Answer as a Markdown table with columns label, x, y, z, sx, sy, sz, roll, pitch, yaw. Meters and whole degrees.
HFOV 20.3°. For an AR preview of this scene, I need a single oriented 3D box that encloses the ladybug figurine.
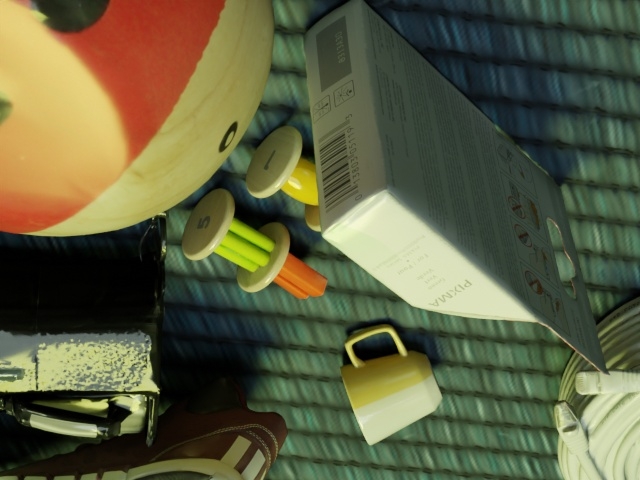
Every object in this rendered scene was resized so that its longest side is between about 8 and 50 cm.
| label | x | y | z | sx | sy | sz | roll | pitch | yaw |
| --- | --- | --- | --- | --- | --- | --- | --- | --- | --- |
| ladybug figurine | -0.219 | -0.143 | 0.980 | 0.449 | 0.162 | 0.305 | 32 | 124 | -29 |

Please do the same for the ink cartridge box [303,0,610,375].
| label | x | y | z | sx | sy | sz | roll | pitch | yaw |
| --- | --- | --- | --- | --- | --- | --- | --- | --- | --- |
| ink cartridge box | 0.082 | -0.022 | 1.108 | 0.056 | 0.181 | 0.225 | -32 | 130 | 23 |

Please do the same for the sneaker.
| label | x | y | z | sx | sy | sz | roll | pitch | yaw |
| --- | --- | --- | --- | --- | --- | --- | --- | --- | --- |
| sneaker | -0.137 | 0.177 | 1.316 | 0.281 | 0.162 | 0.106 | -11 | 113 | 34 |

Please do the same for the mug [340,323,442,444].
| label | x | y | z | sx | sy | sz | roll | pitch | yaw |
| --- | --- | --- | --- | --- | --- | --- | --- | --- | --- |
| mug | 0.052 | 0.107 | 1.311 | 0.064 | 0.062 | 0.078 | -21 | 139 | 3 |

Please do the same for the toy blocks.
| label | x | y | z | sx | sy | sz | roll | pitch | yaw |
| --- | --- | --- | --- | --- | --- | --- | --- | --- | --- |
| toy blocks | 0.000 | 0.000 | 1.208 | 0.148 | 0.054 | 0.123 | 30 | 123 | -29 |

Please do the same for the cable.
| label | x | y | z | sx | sy | sz | roll | pitch | yaw |
| --- | --- | --- | --- | --- | --- | --- | --- | --- | --- |
| cable | 0.304 | 0.136 | 1.340 | 0.257 | 0.089 | 0.257 | -12 | 134 | 5 |

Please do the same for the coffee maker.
| label | x | y | z | sx | sy | sz | roll | pitch | yaw |
| --- | --- | --- | --- | --- | --- | --- | --- | --- | --- |
| coffee maker | -0.196 | 0.052 | 1.214 | 0.178 | 0.120 | 0.171 | 2 | 94 | -8 |
